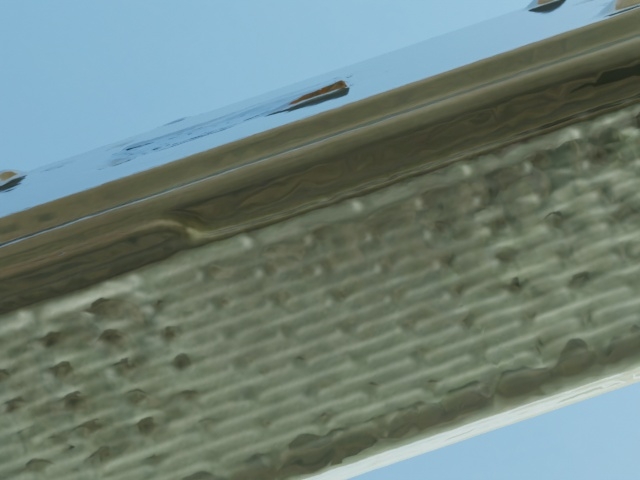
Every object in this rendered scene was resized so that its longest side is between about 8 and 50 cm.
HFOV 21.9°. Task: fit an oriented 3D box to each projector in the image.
[{"bbox_3d":[0.000,0.000,0.504,0.192,0.257,0.099,-103,-6,-82],"label":"projector"}]
